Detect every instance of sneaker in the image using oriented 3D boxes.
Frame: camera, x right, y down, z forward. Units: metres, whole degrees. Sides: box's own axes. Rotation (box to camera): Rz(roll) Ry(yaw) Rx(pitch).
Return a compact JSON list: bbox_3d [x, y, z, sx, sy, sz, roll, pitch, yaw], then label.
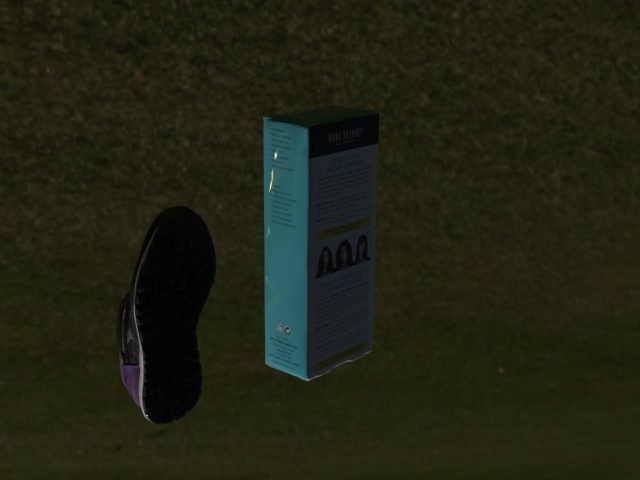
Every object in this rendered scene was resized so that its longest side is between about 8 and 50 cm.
[{"bbox_3d":[-0.211,0.079,1.237,0.107,0.283,0.124,-9,-150,-38],"label":"sneaker"}]

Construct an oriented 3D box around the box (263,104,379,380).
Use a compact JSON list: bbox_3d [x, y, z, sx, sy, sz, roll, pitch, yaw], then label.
[{"bbox_3d":[0.000,0.000,0.953,0.060,0.244,0.100,15,-158,39],"label":"box"}]
